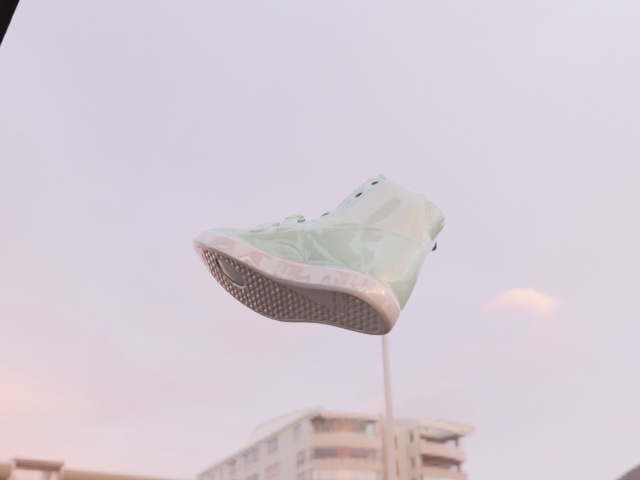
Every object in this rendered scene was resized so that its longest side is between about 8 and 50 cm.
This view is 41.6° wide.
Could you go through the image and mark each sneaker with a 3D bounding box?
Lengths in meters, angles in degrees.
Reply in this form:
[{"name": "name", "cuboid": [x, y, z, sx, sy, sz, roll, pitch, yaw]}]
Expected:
[{"name": "sneaker", "cuboid": [0.001, 0.000, 0.815, 0.256, 0.151, 0.094, 11, -38, 39]}]

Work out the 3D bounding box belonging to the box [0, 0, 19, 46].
[{"name": "box", "cuboid": [-0.406, -0.347, 0.958, 0.103, 0.261, 0.184, 7, -41, -34]}]
